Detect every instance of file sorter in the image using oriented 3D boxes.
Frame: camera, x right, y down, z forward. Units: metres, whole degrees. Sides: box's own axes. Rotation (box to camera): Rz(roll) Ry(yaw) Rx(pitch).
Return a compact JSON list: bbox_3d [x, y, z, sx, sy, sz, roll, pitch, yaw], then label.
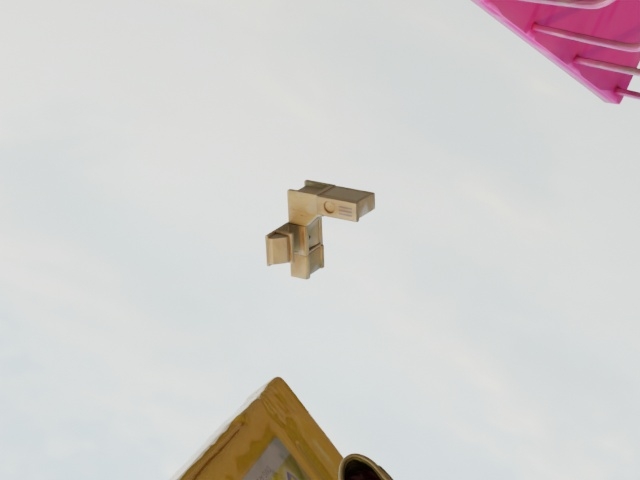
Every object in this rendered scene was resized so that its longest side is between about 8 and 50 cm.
[{"bbox_3d":[0.278,-0.264,1.798,0.290,0.202,0.182,31,172,-39],"label":"file sorter"}]

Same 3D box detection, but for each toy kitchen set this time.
[{"bbox_3d":[0.000,0.000,1.773,0.075,0.083,0.068,11,-155,30],"label":"toy kitchen set"}]

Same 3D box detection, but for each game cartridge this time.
[{"bbox_3d":[-0.002,0.273,1.642,0.285,0.052,0.323,52,-160,-2],"label":"game cartridge"}]

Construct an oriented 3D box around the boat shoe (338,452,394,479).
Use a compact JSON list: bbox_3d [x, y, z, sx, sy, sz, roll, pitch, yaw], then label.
[{"bbox_3d":[0.044,0.193,1.282,0.050,0.045,0.135,-29,-130,-8],"label":"boat shoe"}]
